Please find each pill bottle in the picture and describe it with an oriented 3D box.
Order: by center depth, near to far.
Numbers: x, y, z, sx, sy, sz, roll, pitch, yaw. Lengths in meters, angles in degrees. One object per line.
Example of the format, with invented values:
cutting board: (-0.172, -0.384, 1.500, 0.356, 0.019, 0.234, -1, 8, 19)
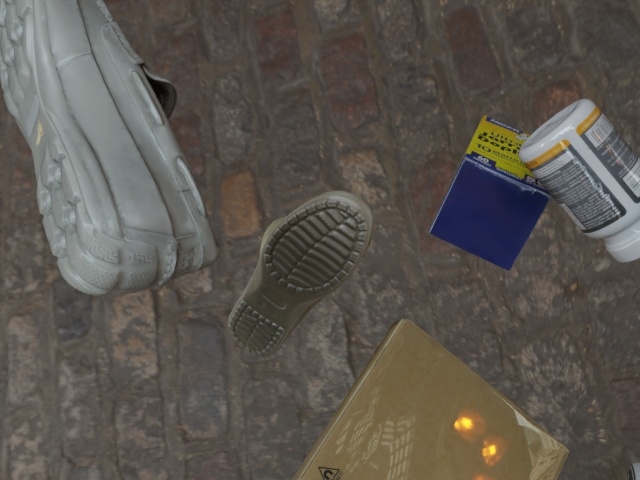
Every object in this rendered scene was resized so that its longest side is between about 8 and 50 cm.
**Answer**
pill bottle: (0.505, -0.105, 1.304, 0.162, 0.162, 0.278, -41, 94, 5)

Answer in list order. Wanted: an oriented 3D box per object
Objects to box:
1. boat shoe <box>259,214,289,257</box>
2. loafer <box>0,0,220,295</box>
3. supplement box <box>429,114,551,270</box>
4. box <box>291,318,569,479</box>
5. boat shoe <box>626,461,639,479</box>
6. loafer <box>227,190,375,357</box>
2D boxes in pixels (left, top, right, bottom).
boat shoe: (0.000, 0.000, 1.219, 0.110, 0.341, 0.121, -10, 107, 23)
loafer: (-0.169, -0.104, 0.548, 0.112, 0.111, 0.319, -44, 61, 45)
supplement box: (0.397, -0.121, 1.628, 0.194, 0.356, 0.195, 25, 119, 7)
box: (0.069, 0.179, 0.497, 0.164, 0.021, 0.201, 39, 61, -3)
boat shoe: (0.455, 0.417, 1.051, 0.070, 0.077, 0.219, -12, 30, 27)
loafer: (-0.023, 0.031, 0.857, 0.102, 0.092, 0.268, 40, 125, -1)
